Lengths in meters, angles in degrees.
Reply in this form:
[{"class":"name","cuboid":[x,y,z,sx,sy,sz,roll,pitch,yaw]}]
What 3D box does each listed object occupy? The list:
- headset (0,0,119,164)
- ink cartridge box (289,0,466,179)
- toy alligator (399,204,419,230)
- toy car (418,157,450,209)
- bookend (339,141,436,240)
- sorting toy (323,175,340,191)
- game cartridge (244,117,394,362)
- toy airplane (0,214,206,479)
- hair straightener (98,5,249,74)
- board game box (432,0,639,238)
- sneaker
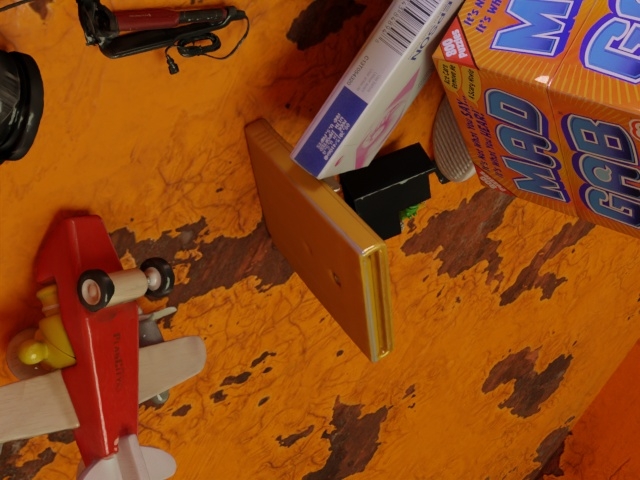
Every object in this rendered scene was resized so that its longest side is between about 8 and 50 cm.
[{"class":"headset","cuboid":[-0.395,-0.165,1.099,0.394,0.185,0.243,-36,147,11]},{"class":"ink cartridge box","cuboid":[0.118,-0.249,1.506,0.324,0.071,0.330,-55,168,20]},{"class":"toy alligator","cuboid":[0.166,-0.068,1.885,0.056,0.051,0.189,-27,143,-21]},{"class":"toy car","cuboid":[0.209,-0.117,1.908,0.122,0.060,0.040,-43,-166,29]},{"class":"bookend","cuboid":[0.127,-0.076,1.789,0.157,0.072,0.156,-23,142,-6]},{"class":"sorting toy","cuboid":[-0.005,-0.106,1.651,0.083,0.075,0.045,2,125,-46]},{"class":"game cartridge","cuboid":[0.000,0.000,1.551,0.053,0.323,0.285,-29,144,-15]},{"class":"toy airplane","cuboid":[-0.354,0.204,1.465,0.386,0.272,0.384,55,51,-42]},{"class":"hair straightener","cuboid":[-0.190,-0.270,1.328,0.230,0.047,0.089,-20,140,-37]},{"class":"board game box","cuboid":[0.437,-0.260,1.469,0.356,0.356,0.356,-58,149,-15]},{"class":"sneaker","cuboid":[0.318,-0.263,1.757,0.150,0.135,0.366,-12,136,-33]}]
